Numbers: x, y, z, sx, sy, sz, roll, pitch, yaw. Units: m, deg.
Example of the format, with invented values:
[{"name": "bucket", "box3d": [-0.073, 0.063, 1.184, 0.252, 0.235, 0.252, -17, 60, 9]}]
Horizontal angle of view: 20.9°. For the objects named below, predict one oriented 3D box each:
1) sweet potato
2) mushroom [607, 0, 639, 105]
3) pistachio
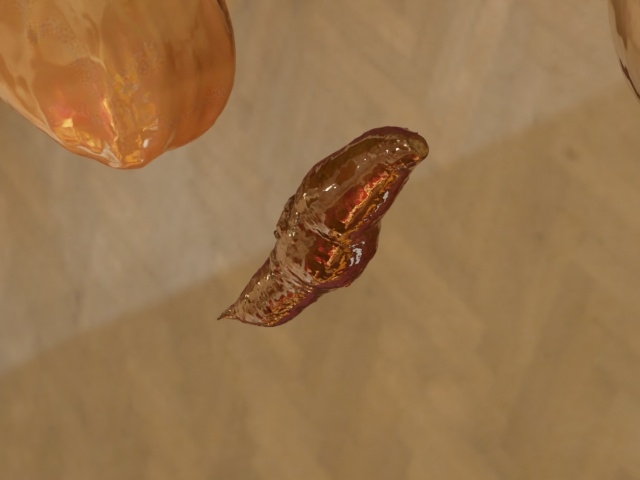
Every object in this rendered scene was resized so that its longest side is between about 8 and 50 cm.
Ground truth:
[{"name": "sweet potato", "box3d": [0.000, 0.000, 1.090, 0.274, 0.067, 0.067, -49, 55, 53]}, {"name": "mushroom", "box3d": [0.152, -0.013, 0.365, 0.204, 0.204, 0.204, 13, 105, 54]}, {"name": "pistachio", "box3d": [-0.143, -0.154, 1.066, 0.157, 0.157, 0.229, 9, 126, 55]}]
